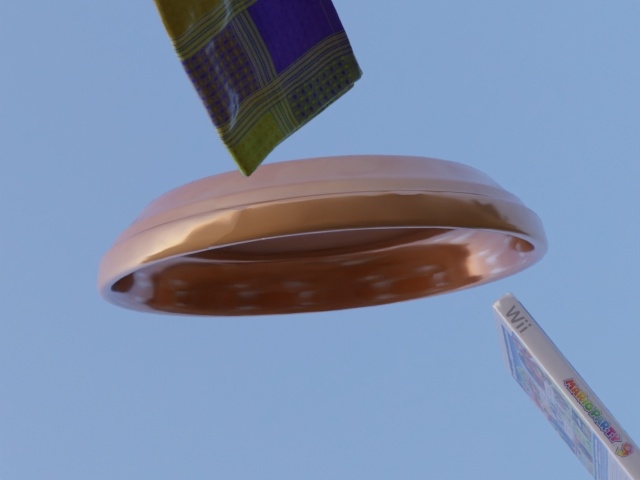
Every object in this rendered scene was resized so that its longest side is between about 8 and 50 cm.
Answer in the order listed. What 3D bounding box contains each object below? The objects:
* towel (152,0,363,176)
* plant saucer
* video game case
[{"bbox_3d":[-0.019,-0.068,0.434,0.060,0.009,0.083,-40,-54,-27],"label":"towel"},{"bbox_3d":[0.000,0.000,0.631,0.200,0.200,0.037,-3,-102,-12],"label":"plant saucer"},{"bbox_3d":[0.110,0.081,0.555,0.011,0.122,0.087,-36,-24,-4],"label":"video game case"}]
